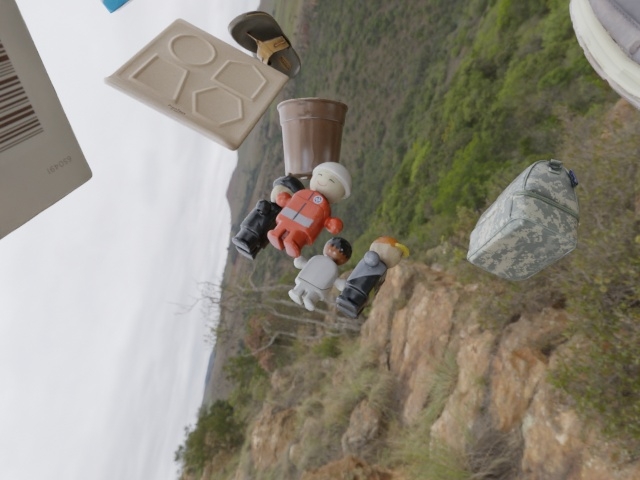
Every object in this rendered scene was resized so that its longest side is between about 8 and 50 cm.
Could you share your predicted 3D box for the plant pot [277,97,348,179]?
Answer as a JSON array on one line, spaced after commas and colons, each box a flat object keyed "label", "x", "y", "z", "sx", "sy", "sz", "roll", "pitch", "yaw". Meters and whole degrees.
[{"label": "plant pot", "x": -0.018, "y": -0.230, "z": 1.072, "sx": 0.167, "sy": 0.167, "sz": 0.165, "roll": -172, "pitch": 82, "yaw": -82}]

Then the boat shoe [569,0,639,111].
[{"label": "boat shoe", "x": 0.291, "y": -0.104, "z": 0.281, "sx": 0.130, "sy": 0.132, "sz": 0.355, "roll": -53, "pitch": 39, "yaw": 46}]

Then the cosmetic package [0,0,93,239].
[{"label": "cosmetic package", "x": -0.449, "y": -0.129, "z": 0.365, "sx": 0.161, "sy": 0.453, "sz": 0.230, "roll": -59, "pitch": -30, "yaw": -47}]

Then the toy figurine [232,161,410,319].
[{"label": "toy figurine", "x": 0.000, "y": 0.000, "z": 0.682, "sx": 0.148, "sy": 0.209, "sz": 0.213, "roll": -54, "pitch": 21, "yaw": -22}]

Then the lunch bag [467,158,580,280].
[{"label": "lunch bag", "x": 0.597, "y": -0.062, "z": 1.338, "sx": 0.305, "sy": 0.212, "sz": 0.256, "roll": 114, "pitch": 176, "yaw": -59}]

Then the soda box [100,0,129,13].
[{"label": "soda box", "x": -0.436, "y": -0.543, "z": 0.850, "sx": 0.210, "sy": 0.071, "sz": 0.067, "roll": 53, "pitch": -169, "yaw": -30}]

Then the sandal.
[{"label": "sandal", "x": -0.104, "y": -0.397, "z": 0.958, "sx": 0.219, "sy": 0.090, "sz": 0.060, "roll": 31, "pitch": -149, "yaw": -62}]

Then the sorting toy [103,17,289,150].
[{"label": "sorting toy", "x": -0.168, "y": -0.227, "z": 0.658, "sx": 0.038, "sy": 0.193, "sz": 0.208, "roll": -58, "pitch": 5, "yaw": 50}]
